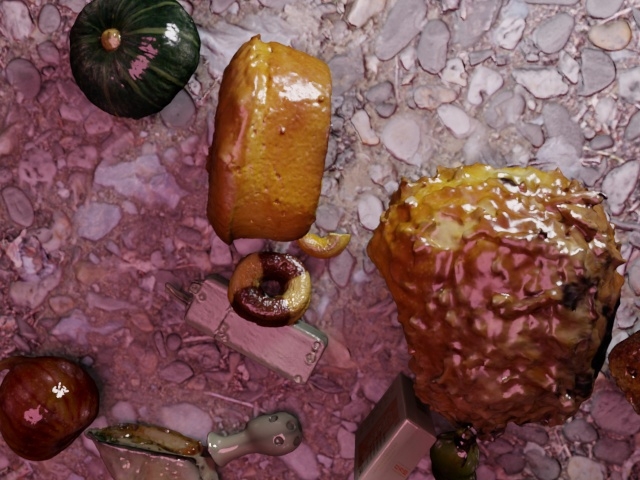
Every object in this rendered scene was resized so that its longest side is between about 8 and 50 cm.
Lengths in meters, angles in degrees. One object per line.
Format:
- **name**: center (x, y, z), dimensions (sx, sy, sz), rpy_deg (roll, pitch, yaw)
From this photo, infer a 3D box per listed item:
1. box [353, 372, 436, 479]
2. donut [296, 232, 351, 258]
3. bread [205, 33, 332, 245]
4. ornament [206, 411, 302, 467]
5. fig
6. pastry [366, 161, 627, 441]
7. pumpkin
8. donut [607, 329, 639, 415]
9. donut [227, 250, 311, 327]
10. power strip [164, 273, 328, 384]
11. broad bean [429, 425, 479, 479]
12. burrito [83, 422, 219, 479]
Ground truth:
- **box**: center (0.114, 0.308, 1.200), dimensions (0.058, 0.201, 0.141), rpy_deg (35, 101, -3)
- **donut**: center (0.000, 0.000, 1.255), dimensions (0.083, 0.038, 0.067), rpy_deg (35, 102, -1)
- **bread**: center (-0.079, -0.138, 1.125), dimensions (0.172, 0.312, 0.312), rpy_deg (9, 98, -7)
- **ornament**: center (-0.107, 0.335, 1.294), dimensions (0.156, 0.081, 0.075), rpy_deg (-19, 129, 11)
- **fig**: center (-0.479, 0.255, 1.285), dimensions (0.175, 0.175, 0.207), rpy_deg (-39, 73, 9)
- **pastry**: center (0.272, 0.068, 1.106), dimensions (0.337, 0.292, 0.405), rpy_deg (-18, 93, 20)
- **pumpkin**: center (-0.290, -0.294, 1.192), dimensions (0.211, 0.152, 0.211), rpy_deg (1, 92, 23)
- **donut**: center (0.556, 0.171, 1.176), dimensions (0.126, 0.144, 0.186), rpy_deg (54, 126, 18)
- **donut**: center (-0.081, 0.074, 1.237), dimensions (0.140, 0.059, 0.140), rpy_deg (3, 71, -8)
- **power strip**: center (-0.130, 0.136, 1.278), dimensions (0.288, 0.053, 0.093), rpy_deg (29, 99, 2)
- **broad bean**: center (0.205, 0.345, 1.168), dimensions (0.077, 0.339, 0.061), rpy_deg (25, 67, 22)
- **burrito**: center (-0.247, 0.439, 1.307), dimensions (0.175, 0.107, 0.348), rpy_deg (-26, 96, -7)
